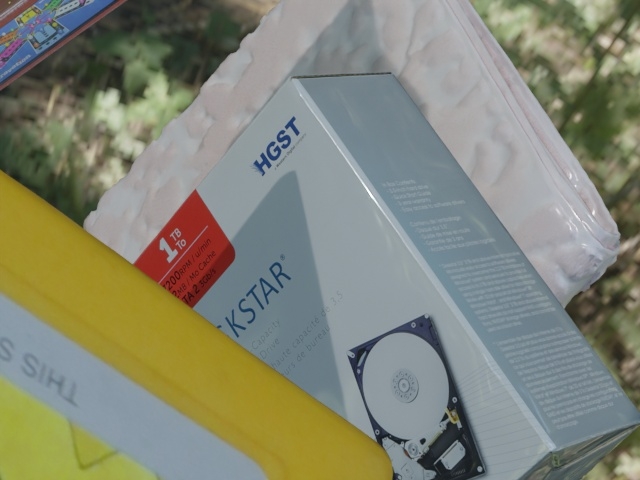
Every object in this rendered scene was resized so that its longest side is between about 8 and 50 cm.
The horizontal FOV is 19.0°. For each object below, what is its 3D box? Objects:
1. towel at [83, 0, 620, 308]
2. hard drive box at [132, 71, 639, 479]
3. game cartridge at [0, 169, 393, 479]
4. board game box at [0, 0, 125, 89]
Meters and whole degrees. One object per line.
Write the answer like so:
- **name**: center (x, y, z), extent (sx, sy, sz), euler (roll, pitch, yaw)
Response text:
- **towel**: center (0.000, 0.000, 1.174), extent (0.053, 0.332, 0.317), euler (21, 33, -42)
- **hard drive box**: center (0.023, 0.058, 0.987), extent (0.089, 0.181, 0.232), euler (-8, 56, -50)
- **game cartridge**: center (-0.114, 0.083, 0.364), extent (0.324, 0.053, 0.285), euler (40, 40, -33)
- **board game box**: center (-0.163, -0.083, 0.755), extent (0.027, 0.281, 0.145), euler (45, 21, -34)
